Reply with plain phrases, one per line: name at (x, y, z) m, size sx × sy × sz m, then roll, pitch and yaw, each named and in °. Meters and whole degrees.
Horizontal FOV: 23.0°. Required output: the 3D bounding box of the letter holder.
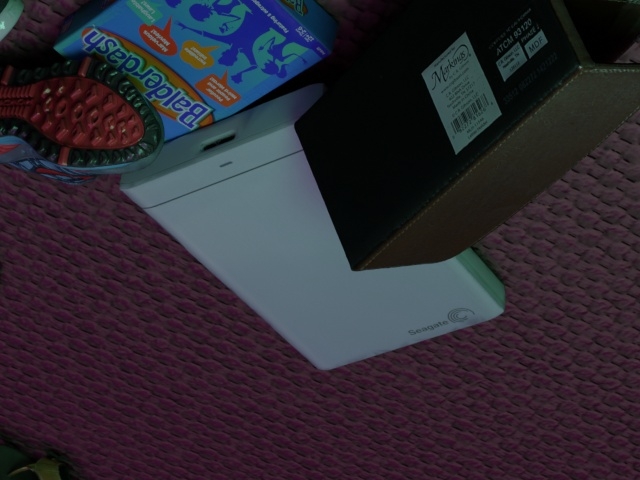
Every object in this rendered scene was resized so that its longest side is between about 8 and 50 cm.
letter holder at (0.161, -0.116, 1.317) m, size 0.214 × 0.152 × 0.302 m, roll -2°, pitch 151°, yaw -40°

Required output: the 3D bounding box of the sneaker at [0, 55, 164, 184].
sneaker at (-0.229, -0.106, 1.476) m, size 0.261 × 0.104 × 0.125 m, roll 12°, pitch 169°, yaw 38°

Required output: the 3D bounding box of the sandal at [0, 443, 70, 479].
sandal at (-0.331, 0.314, 1.971) m, size 0.219 × 0.090 × 0.060 m, roll 39°, pitch 113°, yaw -25°

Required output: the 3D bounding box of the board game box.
board game box at (-0.115, -0.186, 1.433) m, size 0.210 × 0.047 × 0.160 m, roll -28°, pitch 125°, yaw 35°

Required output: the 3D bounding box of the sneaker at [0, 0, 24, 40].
sneaker at (-0.387, -0.197, 1.462) m, size 0.217 × 0.079 × 0.121 m, roll -34°, pitch 118°, yaw 27°

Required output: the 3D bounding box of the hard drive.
hard drive at (0.000, 0.000, 1.571) m, size 0.233 × 0.047 × 0.353 m, roll -19°, pitch 137°, yaw 27°
